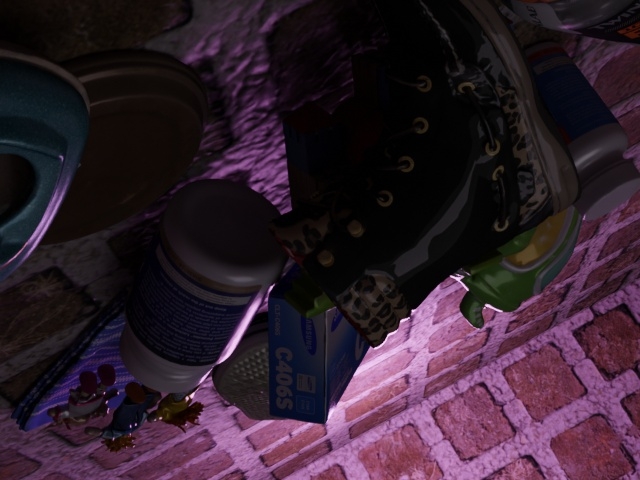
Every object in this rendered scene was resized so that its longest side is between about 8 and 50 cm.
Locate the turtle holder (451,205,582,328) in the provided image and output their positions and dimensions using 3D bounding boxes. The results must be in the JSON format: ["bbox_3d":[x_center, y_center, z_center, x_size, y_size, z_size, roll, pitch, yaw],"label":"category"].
[{"bbox_3d":[0.250,-0.035,1.476,0.227,0.243,0.320,-37,149,17],"label":"turtle holder"}]

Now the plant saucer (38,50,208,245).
[{"bbox_3d":[-0.230,-0.077,1.002,0.278,0.041,0.278,-26,159,-11],"label":"plant saucer"}]

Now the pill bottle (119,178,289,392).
[{"bbox_3d":[-0.150,0.064,1.243,0.153,0.153,0.264,-13,148,-39],"label":"pill bottle"}]

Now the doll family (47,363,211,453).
[{"bbox_3d":[-0.254,0.239,1.485,0.263,0.118,0.163,-20,157,-36],"label":"doll family"}]

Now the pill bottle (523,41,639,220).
[{"bbox_3d":[0.323,-0.141,1.347,0.124,0.221,0.124,-27,159,-11],"label":"pill bottle"}]

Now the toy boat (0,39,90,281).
[{"bbox_3d":[-0.328,-0.034,0.764,0.318,0.148,0.267,5,125,-48],"label":"toy boat"}]

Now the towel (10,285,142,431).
[{"bbox_3d":[-0.276,0.167,1.500,0.336,0.040,0.243,-44,157,30],"label":"towel"}]

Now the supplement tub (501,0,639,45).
[{"bbox_3d":[0.282,-0.291,0.988,0.316,0.193,0.193,-6,148,-48],"label":"supplement tub"}]

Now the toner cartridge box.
[{"bbox_3d":[0.026,0.076,1.335,0.348,0.075,0.165,-51,144,-61],"label":"toner cartridge box"}]

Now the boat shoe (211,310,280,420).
[{"bbox_3d":[-0.069,0.179,1.618,0.187,0.156,0.500,-1,163,0],"label":"boat shoe"}]

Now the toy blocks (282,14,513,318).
[{"bbox_3d":[0.108,-0.107,1.162,0.381,0.191,0.261,-22,125,-24],"label":"toy blocks"}]

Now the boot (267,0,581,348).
[{"bbox_3d":[0.069,-0.088,0.994,0.284,0.138,0.377,-41,127,-3],"label":"boot"}]
